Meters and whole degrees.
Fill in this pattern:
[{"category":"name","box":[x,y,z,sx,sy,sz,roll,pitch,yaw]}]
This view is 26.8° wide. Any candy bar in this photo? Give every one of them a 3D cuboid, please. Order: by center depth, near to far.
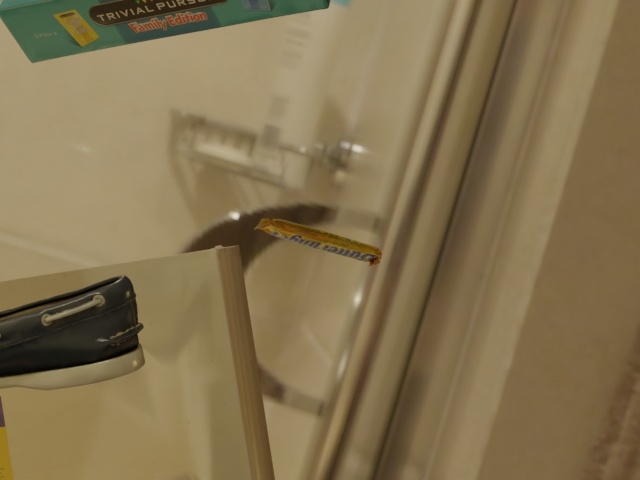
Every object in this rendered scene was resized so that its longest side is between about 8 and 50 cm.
[{"category":"candy bar","box":[0.000,0.000,1.646,0.161,0.018,0.040,17,-22,-9]}]

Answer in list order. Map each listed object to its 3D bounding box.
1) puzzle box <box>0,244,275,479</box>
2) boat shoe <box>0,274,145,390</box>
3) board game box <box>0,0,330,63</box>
[{"category":"puzzle box","box":[-0.244,0.163,1.236,0.409,0.272,0.052,-8,1,22]},{"category":"boat shoe","box":[-0.259,0.074,0.987,0.255,0.079,0.095,-7,7,-1]},{"category":"board game box","box":[-0.138,-0.320,1.380,0.336,0.253,0.079,-7,-42,22]}]
